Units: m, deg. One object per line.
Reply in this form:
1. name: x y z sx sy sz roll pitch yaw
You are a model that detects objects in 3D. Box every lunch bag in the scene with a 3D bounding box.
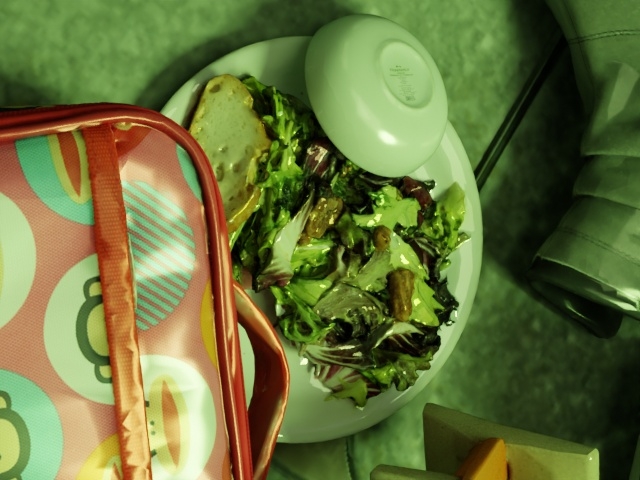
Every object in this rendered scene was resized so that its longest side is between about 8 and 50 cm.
1. lunch bag: -0.129 0.089 0.627 0.258 0.120 0.293 -10 100 -27

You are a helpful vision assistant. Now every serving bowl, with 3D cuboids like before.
1. serving bowl: 0.033 -0.073 0.724 0.083 0.027 0.083 19 60 -36

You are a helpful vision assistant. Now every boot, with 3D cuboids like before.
1. boot: 0.155 -0.073 0.777 0.338 0.118 0.222 26 84 -21

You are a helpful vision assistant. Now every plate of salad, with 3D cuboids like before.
1. plate of salad: 0.000 0.000 0.731 0.200 0.048 0.199 0 91 -28

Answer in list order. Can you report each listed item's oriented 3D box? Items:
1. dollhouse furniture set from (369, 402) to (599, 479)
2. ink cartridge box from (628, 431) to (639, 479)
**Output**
1. dollhouse furniture set: 0.056 0.243 0.663 0.262 0.135 0.259 -43 137 -48
2. ink cartridge box: 0.226 0.195 0.751 0.088 0.193 0.234 9 96 -23
